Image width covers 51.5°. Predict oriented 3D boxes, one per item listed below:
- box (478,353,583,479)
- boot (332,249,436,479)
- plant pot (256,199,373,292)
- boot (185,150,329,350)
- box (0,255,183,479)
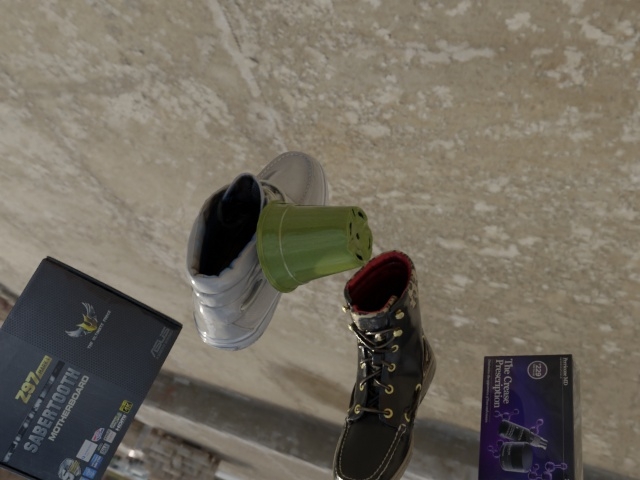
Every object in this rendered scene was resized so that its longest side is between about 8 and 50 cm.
[{"bbox_3d":[0.422,0.368,1.331,0.184,0.261,0.103,-6,146,27],"label":"box"},{"bbox_3d":[0.101,0.223,1.155,0.138,0.377,0.284,6,127,28],"label":"boot"},{"bbox_3d":[0.000,0.000,0.572,0.079,0.083,0.083,-9,142,28],"label":"plant pot"},{"bbox_3d":[-0.054,-0.026,0.653,0.095,0.258,0.123,12,142,10],"label":"boot"},{"bbox_3d":[-0.299,0.161,0.788,0.183,0.233,0.059,30,168,-12],"label":"box"}]
